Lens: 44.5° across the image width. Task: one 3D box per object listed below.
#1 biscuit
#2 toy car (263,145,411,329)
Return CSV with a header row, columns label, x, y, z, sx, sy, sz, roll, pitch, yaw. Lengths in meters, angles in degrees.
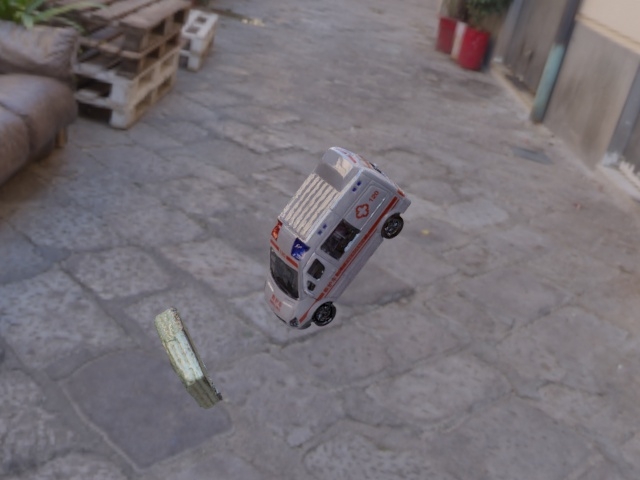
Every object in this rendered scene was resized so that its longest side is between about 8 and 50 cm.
label,x,y,z,sx,sy,sz,roll,pitch,yaw
biscuit,-0.225,0.198,1.306,0.052,0.252,0.150,-27,74,-11
toy car,0.000,0.000,0.874,0.108,0.209,0.089,31,9,-49
